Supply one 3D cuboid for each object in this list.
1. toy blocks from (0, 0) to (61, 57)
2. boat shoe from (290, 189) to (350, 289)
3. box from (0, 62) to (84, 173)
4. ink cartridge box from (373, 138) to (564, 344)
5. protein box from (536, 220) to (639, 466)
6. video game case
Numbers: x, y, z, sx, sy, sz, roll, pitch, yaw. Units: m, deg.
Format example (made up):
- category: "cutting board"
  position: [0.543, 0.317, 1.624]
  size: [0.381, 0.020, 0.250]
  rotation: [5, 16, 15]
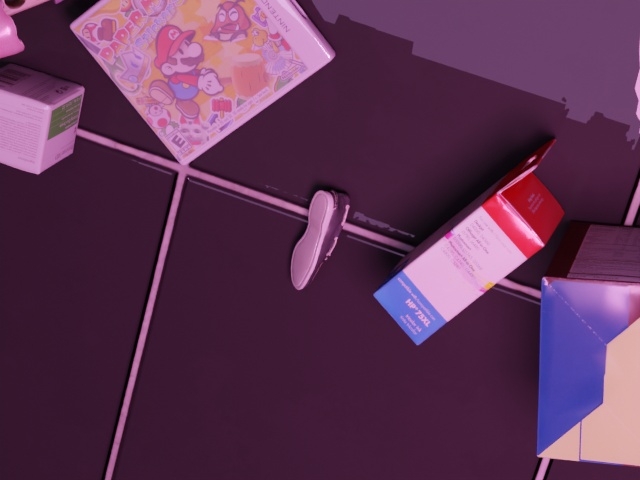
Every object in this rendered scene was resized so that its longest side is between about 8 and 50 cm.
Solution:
- category: "toy blocks"
  position: [-0.393, -0.365, 1.936]
  size: [0.260, 0.309, 0.288]
  rotation: [-26, 113, -10]
- category: "boat shoe"
  position: [0.000, 0.000, 2.004]
  size: [0.046, 0.038, 0.125]
  rotation: [42, 123, 48]
- category: "box"
  position: [-0.340, -0.140, 2.026]
  size: [0.102, 0.101, 0.087]
  rotation: [19, 112, 10]
- category: "ink cartridge box"
  position: [0.177, 0.000, 1.898]
  size: [0.231, 0.134, 0.078]
  rotation: [-40, 92, 24]
- category: "protein box"
  position: [0.310, 0.104, 1.855]
  size: [0.136, 0.201, 0.200]
  rotation: [4, 108, 15]
- category: "video game case"
  position: [-0.132, -0.223, 1.965]
  size: [0.227, 0.026, 0.206]
  rotation: [-34, 102, 23]
